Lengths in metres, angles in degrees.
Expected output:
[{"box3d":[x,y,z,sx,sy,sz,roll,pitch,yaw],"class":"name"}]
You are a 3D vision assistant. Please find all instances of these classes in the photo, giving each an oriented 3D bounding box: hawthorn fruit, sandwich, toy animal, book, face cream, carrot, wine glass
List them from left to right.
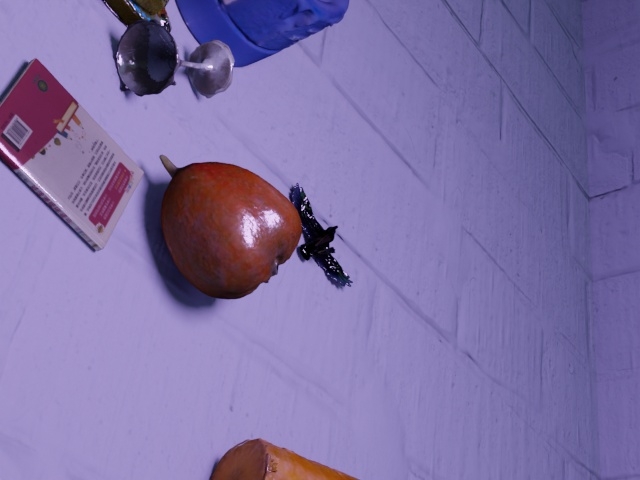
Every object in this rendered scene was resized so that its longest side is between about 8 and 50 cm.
[{"box3d":[-0.349,-0.118,1.356,0.232,0.022,0.162,50,40,-31],"class":"book"},{"box3d":[-0.293,-0.429,1.539,0.159,0.079,0.235,-38,106,-56],"class":"sandwich"},{"box3d":[-0.223,-0.279,1.554,0.183,0.122,0.122,-7,81,-64],"class":"wine glass"},{"box3d":[-0.152,-0.037,1.480,0.251,0.199,0.199,50,36,-8],"class":"hawthorn fruit"},{"box3d":[-0.097,-0.454,1.714,0.249,0.225,0.248,28,54,-46],"class":"face cream"},{"box3d":[-0.046,0.404,1.453,0.254,0.196,0.195,35,47,-29],"class":"carrot"},{"box3d":[0.000,0.000,1.806,0.220,0.062,0.108,61,16,-15],"class":"toy animal"}]
